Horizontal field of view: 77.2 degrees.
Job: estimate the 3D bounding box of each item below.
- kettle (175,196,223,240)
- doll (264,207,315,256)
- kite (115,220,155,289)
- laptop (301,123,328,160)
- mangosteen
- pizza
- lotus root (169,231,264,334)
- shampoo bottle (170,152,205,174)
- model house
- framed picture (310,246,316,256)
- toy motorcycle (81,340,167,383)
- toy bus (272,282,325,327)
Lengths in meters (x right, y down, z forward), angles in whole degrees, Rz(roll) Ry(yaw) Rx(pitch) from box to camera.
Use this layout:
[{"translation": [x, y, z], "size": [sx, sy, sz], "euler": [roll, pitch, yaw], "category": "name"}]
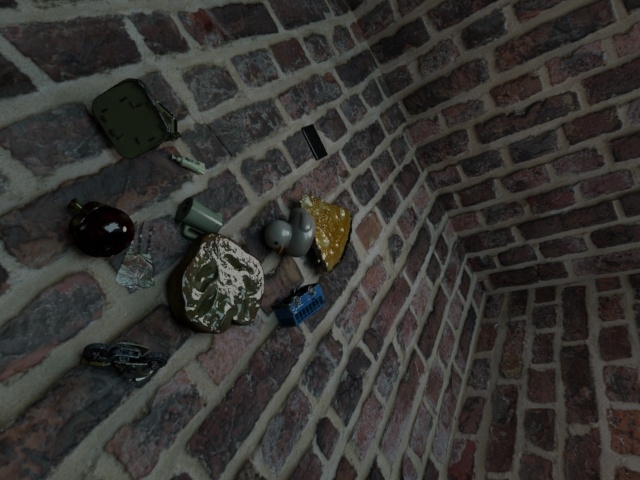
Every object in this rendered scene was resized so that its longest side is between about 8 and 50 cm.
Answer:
[{"translation": [-0.449, -0.073, 1.491], "size": [0.148, 0.098, 0.126], "euler": [35, 46, -43], "category": "kettle"}, {"translation": [-0.143, -0.039, 1.797], "size": [0.221, 0.221, 0.250], "euler": [37, 54, -37], "category": "doll"}, {"translation": [-0.597, 0.050, 1.333], "size": [0.127, 0.016, 0.229], "euler": [24, 62, -47], "category": "kite"}, {"translation": [-0.028, -0.552, 2.248], "size": [0.135, 0.016, 0.197], "euler": [-42, 110, -51], "category": "laptop"}, {"translation": [-0.645, -0.039, 1.193], "size": [0.173, 0.172, 0.183], "euler": [12, 48, -48], "category": "mangosteen"}, {"translation": [0.037, -0.012, 2.040], "size": [0.435, 0.080, 0.391], "euler": [14, 67, -47], "category": "pizza"}, {"translation": [-0.371, 0.154, 1.472], "size": [0.391, 0.111, 0.374], "euler": [-24, 99, -51], "category": "lotus root"}, {"translation": [-0.512, -0.297, 1.548], "size": [0.141, 0.034, 0.048], "euler": [17, 69, -45], "category": "shampoo bottle"}, {"translation": [-0.604, -0.424, 1.405], "size": [0.218, 0.205, 0.278], "euler": [63, 9, -15], "category": "model house"}, {"translation": [0.000, 0.000, 2.072], "size": [0.169, 0.023, 0.127], "euler": [-23, 95, -52], "category": "framed picture"}, {"translation": [-0.575, 0.358, 1.173], "size": [0.229, 0.129, 0.093], "euler": [21, 37, -31], "category": "toy motorcycle"}, {"translation": [-0.087, 0.285, 1.788], "size": [0.234, 0.116, 0.133], "euler": [-28, 100, -49], "category": "toy bus"}]
